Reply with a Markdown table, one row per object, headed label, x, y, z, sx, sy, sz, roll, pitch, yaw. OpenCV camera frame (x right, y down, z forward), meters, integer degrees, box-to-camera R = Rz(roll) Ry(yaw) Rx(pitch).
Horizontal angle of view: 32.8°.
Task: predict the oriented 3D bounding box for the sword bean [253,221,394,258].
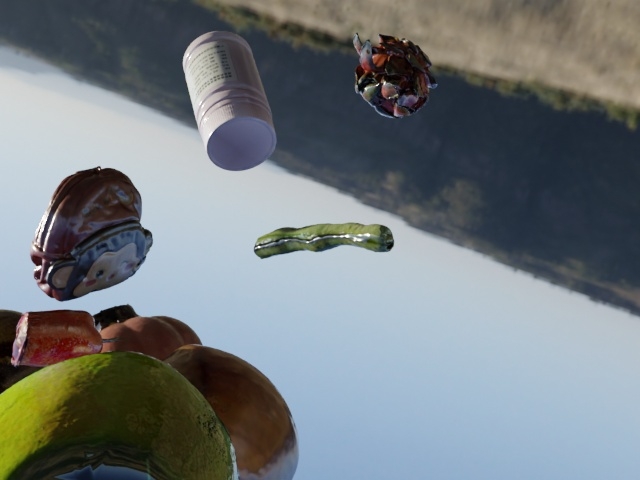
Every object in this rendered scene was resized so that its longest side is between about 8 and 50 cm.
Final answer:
| label | x | y | z | sx | sy | sz | roll | pitch | yaw |
| --- | --- | --- | --- | --- | --- | --- | --- | --- | --- |
| sword bean | 0.000 | 0.000 | 1.413 | 0.038 | 0.043 | 0.269 | -1 | 179 | -38 |

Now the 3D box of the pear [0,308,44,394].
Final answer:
| label | x | y | z | sx | sy | sz | roll | pitch | yaw |
| --- | --- | --- | --- | --- | --- | --- | --- | --- | --- |
| pear | -0.571 | 0.246 | 1.868 | 0.283 | 0.284 | 0.283 | 18 | -176 | -1 |

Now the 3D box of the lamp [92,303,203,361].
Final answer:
| label | x | y | z | sx | sy | sz | roll | pitch | yaw |
| --- | --- | --- | --- | --- | --- | --- | --- | --- | --- |
| lamp | -0.369 | 0.249 | 2.101 | 0.240 | 0.305 | 0.305 | 63 | -159 | 16 |

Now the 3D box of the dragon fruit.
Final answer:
| label | x | y | z | sx | sy | sz | roll | pitch | yaw |
| --- | --- | --- | --- | --- | --- | --- | --- | --- | --- |
| dragon fruit | 0.110 | -0.239 | 1.593 | 0.130 | 0.121 | 0.142 | 13 | -167 | 43 |

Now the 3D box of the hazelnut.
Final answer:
| label | x | y | z | sx | sy | sz | roll | pitch | yaw |
| --- | --- | --- | --- | --- | --- | --- | --- | --- | --- |
| hazelnut | -0.214 | 0.365 | 1.856 | 0.372 | 0.372 | 0.315 | 17 | -163 | -16 |

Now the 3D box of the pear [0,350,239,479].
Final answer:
| label | x | y | z | sx | sy | sz | roll | pitch | yaw |
| --- | --- | --- | --- | --- | --- | --- | --- | --- | --- |
| pear | -0.278 | 0.341 | 1.380 | 0.398 | 0.399 | 0.165 | 16 | 175 | -18 |

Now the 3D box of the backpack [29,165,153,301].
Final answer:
| label | x | y | z | sx | sy | sz | roll | pitch | yaw |
| --- | --- | --- | --- | --- | --- | --- | --- | --- | --- |
| backpack | -0.371 | -0.019 | 1.745 | 0.138 | 0.229 | 0.229 | 29 | -172 | 25 |

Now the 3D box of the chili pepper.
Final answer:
| label | x | y | z | sx | sy | sz | roll | pitch | yaw |
| --- | --- | --- | --- | --- | --- | --- | --- | --- | --- |
| chili pepper | -0.358 | 0.143 | 1.567 | 0.086 | 0.084 | 0.192 | -22 | 161 | 41 |

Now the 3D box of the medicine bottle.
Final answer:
| label | x | y | z | sx | sy | sz | roll | pitch | yaw |
| --- | --- | --- | --- | --- | --- | --- | --- | --- | --- |
| medicine bottle | -0.161 | -0.249 | 1.926 | 0.133 | 0.133 | 0.250 | 15 | -142 | -33 |
